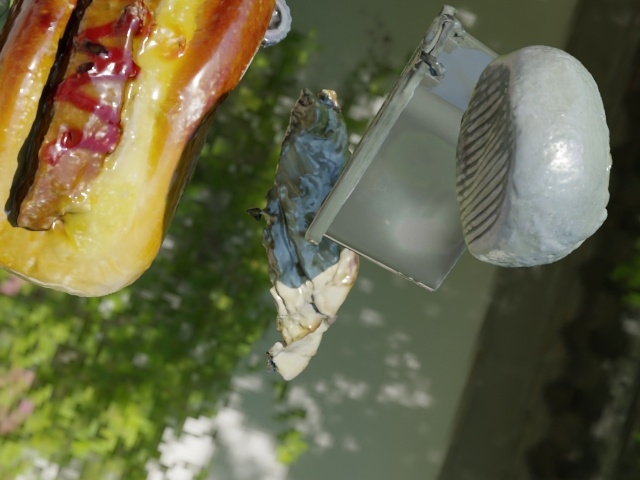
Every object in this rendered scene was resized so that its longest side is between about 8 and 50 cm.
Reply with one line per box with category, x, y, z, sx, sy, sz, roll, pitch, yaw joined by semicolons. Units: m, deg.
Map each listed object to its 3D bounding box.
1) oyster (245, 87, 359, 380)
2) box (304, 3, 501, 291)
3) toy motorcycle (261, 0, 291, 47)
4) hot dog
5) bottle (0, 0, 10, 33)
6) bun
oyster;0.002;0.002;1.902;0.354;0.107;0.201;83;27;-44
box;0.103;-0.075;1.628;0.243;0.135;0.163;-58;-179;42
toy motorcycle;-0.122;-0.315;1.993;0.130;0.229;0.094;-21;177;-37
hot dog;-0.157;-0.164;1.434;0.223;0.185;0.405;-48;-157;50
bottle;-0.423;-0.166;1.675;0.352;0.229;0.229;-45;-168;22
bun;0.136;-0.050;1.099;0.141;0.083;0.140;-177;-90;-75
